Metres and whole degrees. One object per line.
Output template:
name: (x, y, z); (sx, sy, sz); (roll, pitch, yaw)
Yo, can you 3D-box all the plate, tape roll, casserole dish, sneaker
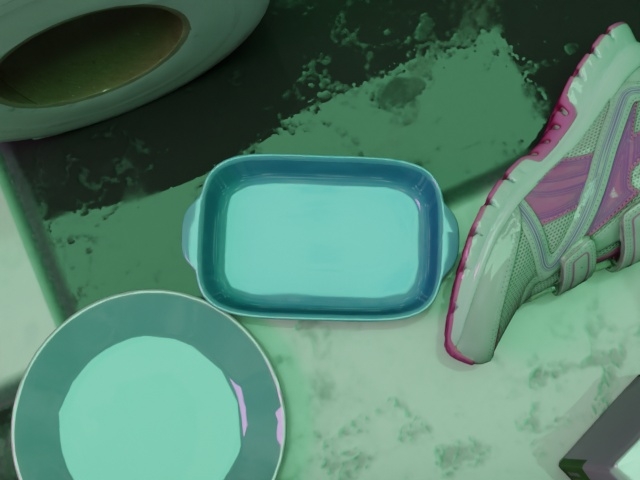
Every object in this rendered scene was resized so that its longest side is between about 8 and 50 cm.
plate: (-0.116, 0.128, 0.747); (0.188, 0.024, 0.188); (0, 80, 2)
tape roll: (-0.173, -0.188, 0.692); (0.246, 0.246, 0.169); (-23, 80, -1)
casserole dish: (0.000, 0.000, 0.757); (0.189, 0.037, 0.114); (2, 80, 2)
sneaker: (0.172, -0.018, 0.717); (0.111, 0.103, 0.252); (34, 84, 9)

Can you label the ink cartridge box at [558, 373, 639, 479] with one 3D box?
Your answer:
ink cartridge box: (0.263, 0.182, 0.651); (0.219, 0.160, 0.092); (44, 83, 8)
